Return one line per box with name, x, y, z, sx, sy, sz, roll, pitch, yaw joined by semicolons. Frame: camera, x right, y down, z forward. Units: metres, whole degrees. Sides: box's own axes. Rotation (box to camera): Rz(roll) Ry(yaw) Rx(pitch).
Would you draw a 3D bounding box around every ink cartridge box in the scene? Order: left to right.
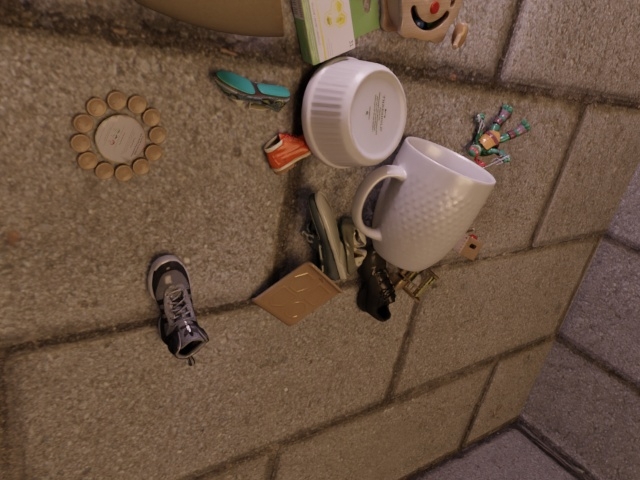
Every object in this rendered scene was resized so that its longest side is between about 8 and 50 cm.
ink cartridge box;0.051;-0.520;1.140;0.235;0.056;0.171;-29;132;-19

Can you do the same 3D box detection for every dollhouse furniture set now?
dollhouse furniture set;0.336;0.104;1.693;0.182;0.101;0.161;-51;153;9

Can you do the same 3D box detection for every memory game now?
memory game;-0.397;-0.204;1.006;0.186;0.012;0.186;-20;127;-29

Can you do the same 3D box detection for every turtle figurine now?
turtle figurine;0.551;-0.330;1.630;0.234;0.118;0.175;-38;94;-16

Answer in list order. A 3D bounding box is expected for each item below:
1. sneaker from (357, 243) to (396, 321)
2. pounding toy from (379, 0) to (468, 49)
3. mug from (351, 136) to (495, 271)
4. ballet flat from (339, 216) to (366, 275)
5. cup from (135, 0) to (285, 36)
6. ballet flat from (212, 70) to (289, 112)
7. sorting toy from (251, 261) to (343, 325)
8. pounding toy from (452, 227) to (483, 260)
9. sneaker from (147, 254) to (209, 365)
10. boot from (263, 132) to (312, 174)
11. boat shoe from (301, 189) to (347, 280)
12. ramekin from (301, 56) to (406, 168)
sneaker;0.189;0.137;1.619;0.109;0.130;0.286;-25;129;-23
pounding toy;0.286;-0.560;1.232;0.270;0.155;0.154;-9;125;-38
mug;0.254;-0.095;1.433;0.374;0.276;0.328;8;119;-32
ballet flat;0.104;0.025;1.510;0.072;0.068;0.213;-62;149;-46
cup;-0.198;-0.484;0.809;0.237;0.331;0.331;-10;127;-3
ballet flat;-0.154;-0.314;1.103;0.189;0.070;0.070;5;113;-37
sorting toy;-0.065;0.152;1.454;0.208;0.038;0.193;-33;137;12
pounding toy;0.494;-0.008;1.773;0.141;0.130;0.100;21;102;-45
sneaker;-0.329;0.171;1.200;0.101;0.153;0.268;-18;127;-30
boot;-0.064;-0.236;1.227;0.158;0.059;0.084;-39;130;-11
boat shoe;0.000;0.000;1.388;0.099;0.116;0.319;-8;136;11
ramekin;0.093;-0.301;1.216;0.273;0.127;0.272;-16;113;-41
